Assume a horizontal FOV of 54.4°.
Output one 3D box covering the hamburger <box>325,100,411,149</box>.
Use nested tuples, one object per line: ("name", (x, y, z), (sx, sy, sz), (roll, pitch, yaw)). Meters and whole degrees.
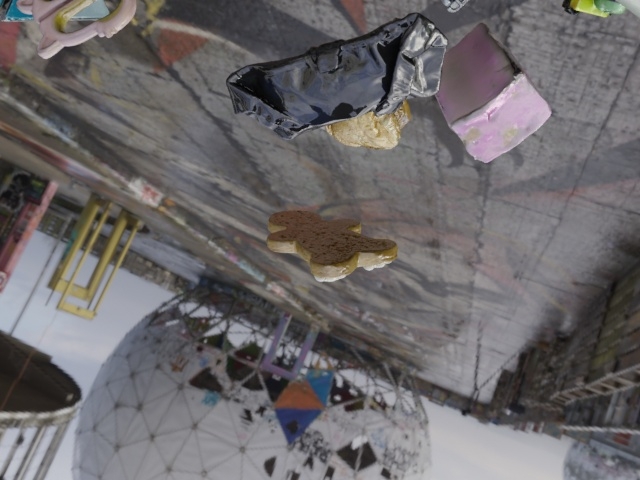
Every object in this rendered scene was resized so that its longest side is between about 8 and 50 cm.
("hamburger", (0.066, -0.206, 0.981), (0.147, 0.083, 0.138), (8, 159, 30))

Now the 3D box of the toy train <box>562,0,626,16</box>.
("toy train", (0.470, -0.487, 0.948), (0.100, 0.296, 0.160), (-1, -148, -31))

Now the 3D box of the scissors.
("scissors", (-0.231, -0.345, 0.767), (0.160, 0.317, 0.024), (59, -176, 22))

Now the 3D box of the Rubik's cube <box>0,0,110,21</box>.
("Rubik's cube", (-0.416, -0.362, 0.899), (0.284, 0.250, 0.234), (-20, 148, 38))

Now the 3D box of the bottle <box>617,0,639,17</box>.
("bottle", (0.399, -0.281, 0.682), (0.245, 0.104, 0.104), (30, 169, -9))

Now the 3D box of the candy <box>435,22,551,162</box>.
("candy", (0.295, -0.277, 1.139), (0.116, 0.155, 0.265), (37, -153, -28))

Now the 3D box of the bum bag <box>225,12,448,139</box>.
("bum bag", (0.021, -0.208, 0.828), (0.310, 0.074, 0.137), (-9, 142, 26))

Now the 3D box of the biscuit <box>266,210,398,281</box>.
("biscuit", (0.000, 0.002, 0.917), (0.158, 0.035, 0.240), (-9, -158, -28))

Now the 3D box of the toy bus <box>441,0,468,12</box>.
("toy bus", (0.174, -0.428, 0.933), (0.174, 0.079, 0.077), (26, -144, -42))
